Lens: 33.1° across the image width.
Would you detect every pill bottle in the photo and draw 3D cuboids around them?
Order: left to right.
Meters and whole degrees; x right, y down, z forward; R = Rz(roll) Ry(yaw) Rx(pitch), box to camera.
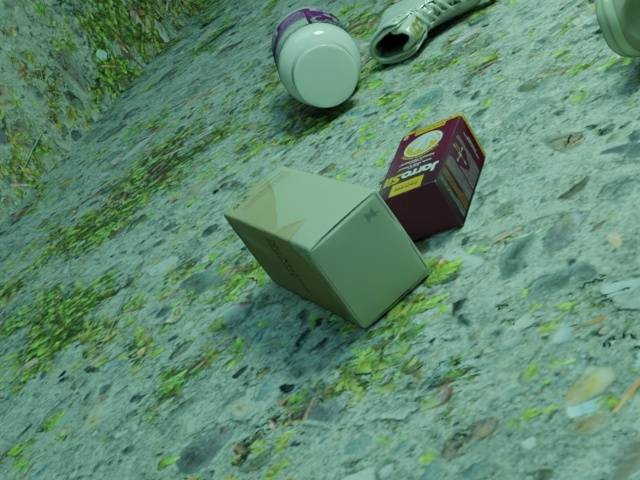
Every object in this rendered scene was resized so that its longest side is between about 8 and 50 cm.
[{"bbox_3d":[-0.007,-0.369,2.190,0.169,0.169,0.301,-32,23,6],"label":"pill bottle"}]

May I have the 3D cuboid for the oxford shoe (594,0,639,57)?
[{"bbox_3d":[0.545,-0.419,1.557,0.449,0.169,0.130,-41,25,-29],"label":"oxford shoe"}]

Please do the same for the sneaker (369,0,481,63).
[{"bbox_3d":[0.223,-0.448,2.135,0.292,0.108,0.169,-30,23,37],"label":"sneaker"}]

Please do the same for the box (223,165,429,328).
[{"bbox_3d":[0.000,0.000,1.480,0.121,0.148,0.311,-41,22,-13],"label":"box"}]

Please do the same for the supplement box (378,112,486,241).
[{"bbox_3d":[0.157,-0.088,1.521,0.104,0.081,0.188,-19,27,31],"label":"supplement box"}]
